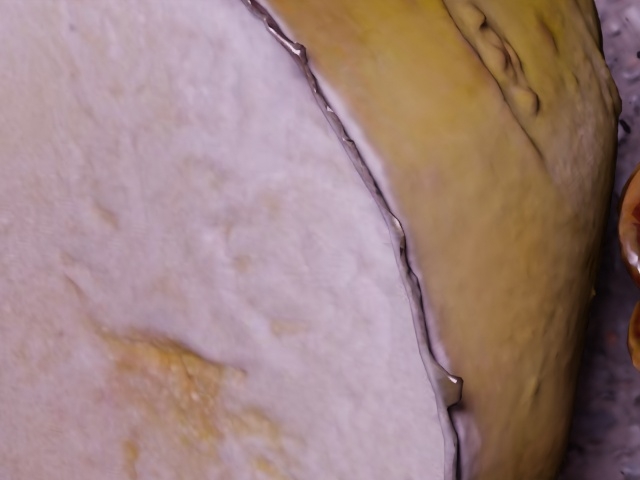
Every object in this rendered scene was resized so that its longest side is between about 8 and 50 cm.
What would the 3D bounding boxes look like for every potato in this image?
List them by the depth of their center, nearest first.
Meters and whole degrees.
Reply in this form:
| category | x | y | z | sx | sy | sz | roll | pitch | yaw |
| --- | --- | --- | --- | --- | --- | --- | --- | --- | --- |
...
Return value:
| category | x | y | z | sx | sy | sz | roll | pitch | yaw |
| --- | --- | --- | --- | --- | --- | --- | --- | --- | --- |
| potato | 0.000 | 0.000 | 0.684 | 0.246 | 0.196 | 0.300 | 19 | 123 | 35 |

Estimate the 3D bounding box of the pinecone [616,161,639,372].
| category | x | y | z | sx | sy | sz | roll | pitch | yaw |
| --- | --- | --- | --- | --- | --- | --- | --- | --- | --- |
| pinecone | 0.215 | 0.005 | 0.600 | 0.243 | 0.257 | 0.243 | 1 | 82 | -4 |
